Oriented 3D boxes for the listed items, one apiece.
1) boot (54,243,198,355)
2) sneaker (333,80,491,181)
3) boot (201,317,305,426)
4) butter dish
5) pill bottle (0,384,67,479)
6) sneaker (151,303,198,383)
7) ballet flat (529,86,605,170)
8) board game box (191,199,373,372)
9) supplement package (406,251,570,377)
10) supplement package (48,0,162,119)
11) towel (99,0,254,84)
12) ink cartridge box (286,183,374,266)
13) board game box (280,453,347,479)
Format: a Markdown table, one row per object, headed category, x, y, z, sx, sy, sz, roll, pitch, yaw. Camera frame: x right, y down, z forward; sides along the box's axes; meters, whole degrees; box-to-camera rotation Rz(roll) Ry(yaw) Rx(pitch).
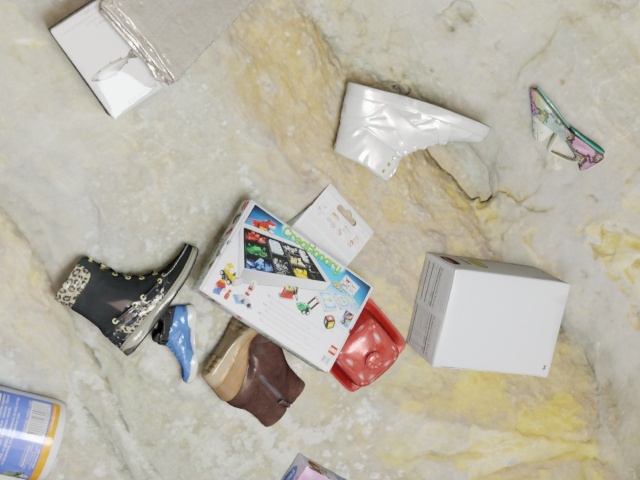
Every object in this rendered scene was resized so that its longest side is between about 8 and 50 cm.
| category | x | y | z | sx | sy | sz | roll | pitch | yaw |
| --- | --- | --- | --- | --- | --- | --- | --- | --- | --- |
| boot | -0.348 | 0.068 | 1.712 | 0.179 | 0.085 | 0.236 | 35 | 71 | -5 |
| sneaker | 0.169 | -0.189 | 1.806 | 0.293 | 0.108 | 0.169 | 13 | 101 | -10 |
| boot | -0.098 | 0.227 | 1.850 | 0.248 | 0.090 | 0.207 | -51 | 126 | -5 |
| butter dish | 0.089 | 0.220 | 1.870 | 0.160 | 0.118 | 0.160 | -40 | 112 | -3 |
| pill bottle | -0.601 | 0.326 | 1.665 | 0.272 | 0.152 | 0.152 | 18 | 98 | -20 |
| sneaker | -0.278 | 0.198 | 1.781 | 0.085 | 0.058 | 0.152 | -3 | 100 | -22 |
| ballet flat | 0.484 | -0.216 | 1.914 | 0.221 | 0.077 | 0.079 | 38 | 110 | -22 |
| board game box | -0.064 | 0.087 | 1.751 | 0.305 | 0.053 | 0.193 | 36 | 73 | -22 |
| supplement package | 0.338 | 0.150 | 1.915 | 0.262 | 0.145 | 0.203 | 8 | 101 | -19 |
| supplement package | -0.366 | -0.310 | 1.603 | 0.105 | 0.105 | 0.179 | -37 | 111 | -8 |
| towel | -0.234 | -0.413 | 1.600 | 0.187 | 0.049 | 0.282 | 51 | 59 | -23 |
| ink cartridge box | 0.000 | 0.000 | 1.840 | 0.145 | 0.045 | 0.179 | 47 | 69 | -21 |
| board game box | -0.003 | 0.654 | 1.978 | 0.319 | 0.066 | 0.318 | 33 | 92 | -22 |
